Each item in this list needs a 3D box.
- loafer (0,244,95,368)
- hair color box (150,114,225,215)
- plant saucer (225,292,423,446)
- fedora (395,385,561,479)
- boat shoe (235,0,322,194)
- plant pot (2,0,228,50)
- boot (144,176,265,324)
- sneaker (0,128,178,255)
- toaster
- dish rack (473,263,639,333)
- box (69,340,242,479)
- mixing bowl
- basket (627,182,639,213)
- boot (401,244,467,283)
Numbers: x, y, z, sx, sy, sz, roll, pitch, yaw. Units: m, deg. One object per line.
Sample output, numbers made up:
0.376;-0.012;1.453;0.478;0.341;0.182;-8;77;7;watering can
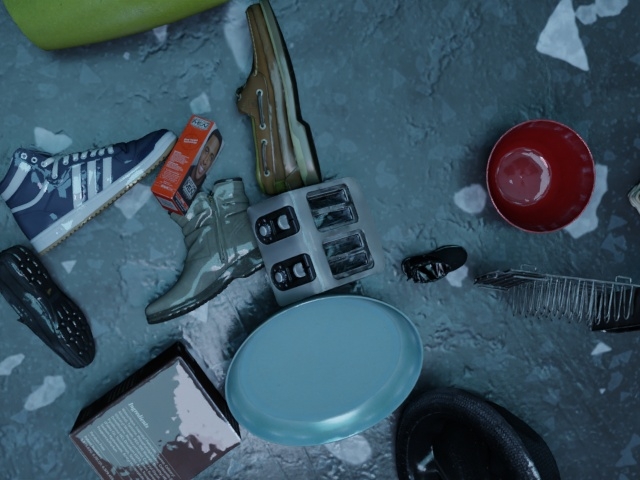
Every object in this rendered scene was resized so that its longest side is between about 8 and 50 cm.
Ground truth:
-0.436;0.109;1.633;0.078;0.076;0.223;-26;105;31;loafer
-0.205;-0.117;1.623;0.043;0.072;0.141;21;73;17;hair color box
0.004;0.198;1.632;0.317;0.044;0.317;-8;128;-10;plant saucer
0.275;0.378;1.668;0.152;0.334;0.334;-16;95;-41;fedora
-0.086;-0.224;1.634;0.104;0.111;0.307;-14;86;8;boat shoe
-0.319;-0.412;1.543;0.293;0.275;0.275;-27;96;11;plant pot
-0.200;0.015;1.659;0.246;0.083;0.161;-32;85;-6;boot
-0.369;-0.119;1.611;0.282;0.099;0.153;-38;98;-1;sneaker
0.000;0.000;1.626;0.185;0.110;0.168;-16;87;-43;toaster
0.386;0.093;1.666;0.271;0.208;0.074;8;80;-7;dish rack
-0.252;0.288;1.608;0.203;0.168;0.167;-35;96;-4;box
0.346;-0.104;1.699;0.181;0.098;0.181;0;93;-6;mixing bowl
0.729;-0.072;1.664;0.331;0.266;0.328;44;87;-8;basket
0.190;0.039;1.686;0.121;0.099;0.045;-11;95;-6;boot
